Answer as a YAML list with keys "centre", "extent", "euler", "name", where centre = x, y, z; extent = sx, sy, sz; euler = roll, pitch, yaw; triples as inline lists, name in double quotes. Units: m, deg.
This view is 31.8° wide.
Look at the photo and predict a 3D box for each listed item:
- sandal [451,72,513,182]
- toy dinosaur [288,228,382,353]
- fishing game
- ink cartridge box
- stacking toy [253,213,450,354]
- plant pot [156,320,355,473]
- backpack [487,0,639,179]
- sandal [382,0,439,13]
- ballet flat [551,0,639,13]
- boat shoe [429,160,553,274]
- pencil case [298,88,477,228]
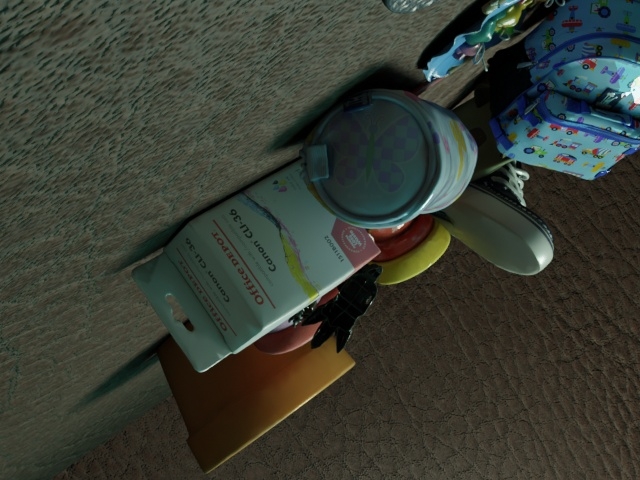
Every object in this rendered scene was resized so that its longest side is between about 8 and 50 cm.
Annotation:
- centre: [0.227, -0.154, 1.372]
  extent: [0.086, 0.120, 0.302]
  euler: [-10, 157, -47]
  name: "sandal"
- centre: [0.000, 0.000, 1.326]
  extent: [0.322, 0.164, 0.218]
  euler: [-57, -176, 17]
  name: "toy dinosaur"
- centre: [0.173, -0.195, 1.000]
  extent: [0.189, 0.041, 0.264]
  euler: [-35, 178, -16]
  name: "fishing game"
- centre: [-0.055, 0.018, 0.997]
  extent: [0.198, 0.115, 0.067]
  euler: [-33, 175, -38]
  name: "ink cartridge box"
- centre: [-0.002, 0.000, 1.576]
  extent: [0.309, 0.130, 0.279]
  euler: [-33, -159, 0]
  name: "stacking toy"
- centre: [-0.120, 0.198, 1.760]
  extent: [0.290, 0.203, 0.291]
  euler: [-36, 176, -3]
  name: "plant pot"
- centre: [0.262, -0.152, 1.081]
  extent: [0.158, 0.117, 0.173]
  euler: [16, 152, -20]
  name: "backpack"
- centre: [0.134, -0.205, 0.631]
  extent: [0.254, 0.055, 0.097]
  euler: [-24, 164, -21]
  name: "sandal"
- centre: [0.320, -0.257, 1.117]
  extent: [0.123, 0.123, 0.348]
  euler: [-34, 174, -25]
  name: "ballet flat"
- centre: [0.237, -0.074, 1.544]
  extent: [0.158, 0.127, 0.340]
  euler: [-40, -146, -12]
  name: "boat shoe"
- centre: [0.071, -0.073, 1.031]
  extent: [0.124, 0.114, 0.273]
  euler: [-18, 180, 16]
  name: "pencil case"
